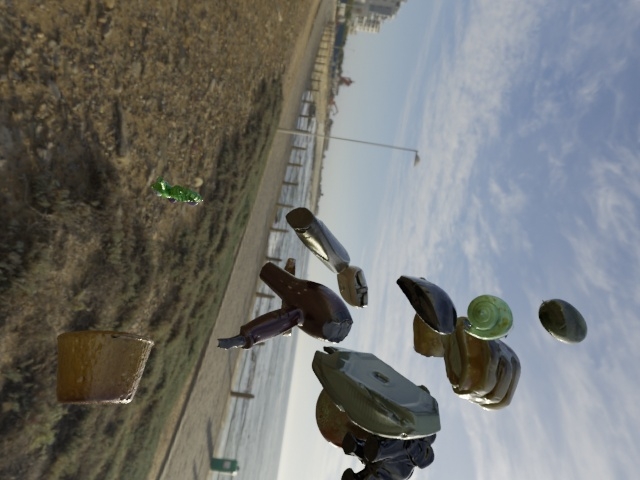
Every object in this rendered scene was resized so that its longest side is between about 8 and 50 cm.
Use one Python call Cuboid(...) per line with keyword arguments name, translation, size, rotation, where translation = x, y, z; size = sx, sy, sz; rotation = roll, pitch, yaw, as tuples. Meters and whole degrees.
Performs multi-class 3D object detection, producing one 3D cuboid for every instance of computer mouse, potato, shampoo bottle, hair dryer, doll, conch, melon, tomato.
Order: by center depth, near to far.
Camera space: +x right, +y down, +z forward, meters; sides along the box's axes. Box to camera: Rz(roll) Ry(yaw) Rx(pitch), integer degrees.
Cuboid(name="hair dryer", translation=(-0.123, 0.163, 0.963), size=(0.341, 0.313, 0.123), rotation=(-12, 122, -47))
Cuboid(name="doll", translation=(-0.414, -0.139, 1.182), size=(0.050, 0.190, 0.115), rotation=(-69, 154, -14))
Cuboid(name="shampoo bottle", translation=(0.000, 0.000, 1.195), size=(0.125, 0.084, 0.350), rotation=(56, 3, 26))
Cuboid(name="computer mouse", translation=(0.152, 0.457, 1.219), size=(0.228, 0.429, 0.145), rotation=(-3, 113, -48))
Cuboid(name="computer mouse", translation=(0.341, 0.176, 1.279), size=(0.086, 0.138, 0.269), rotation=(-59, -153, 19))
Cuboid(name="melon", translation=(0.759, 0.252, 1.298), size=(0.114, 0.167, 0.114), rotation=(-42, 176, -4))
Cuboid(name="conch", translation=(0.548, 0.267, 1.341), size=(0.143, 0.137, 0.250), rotation=(-53, 150, -9))
Cuboid(name="computer mouse", translation=(0.120, 0.162, 1.472), size=(0.236, 0.082, 0.145), rotation=(-175, -105, -79))
Cuboid(name="tomato", translation=(0.114, 0.639, 1.559), size=(0.270, 0.270, 0.222), rotation=(-84, 180, -59))
Cuboid(name="potato", translation=(0.587, 0.446, 2.140), size=(0.229, 0.229, 0.265), rotation=(-109, -161, -88))

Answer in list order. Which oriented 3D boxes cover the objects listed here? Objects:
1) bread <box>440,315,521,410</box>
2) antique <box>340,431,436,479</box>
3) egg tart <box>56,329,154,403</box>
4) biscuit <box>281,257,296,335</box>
Cuboid(name="bread", translation=(0.650, 0.489, 1.608), size=(0.210, 0.341, 0.300), rotation=(-29, -146, 39))
Cuboid(name="antique", translation=(0.227, 0.684, 1.362), size=(0.322, 0.255, 0.185), rotation=(-62, -155, 9))
Cuboid(name="egg tart", translation=(-0.487, 0.287, 0.919), size=(0.202, 0.203, 0.147), rotation=(100, -11, -65))
Cuboid(name="biscuit", translation=(-0.101, 0.157, 1.285), size=(0.295, 0.044, 0.185), rotation=(-96, -167, -67))
